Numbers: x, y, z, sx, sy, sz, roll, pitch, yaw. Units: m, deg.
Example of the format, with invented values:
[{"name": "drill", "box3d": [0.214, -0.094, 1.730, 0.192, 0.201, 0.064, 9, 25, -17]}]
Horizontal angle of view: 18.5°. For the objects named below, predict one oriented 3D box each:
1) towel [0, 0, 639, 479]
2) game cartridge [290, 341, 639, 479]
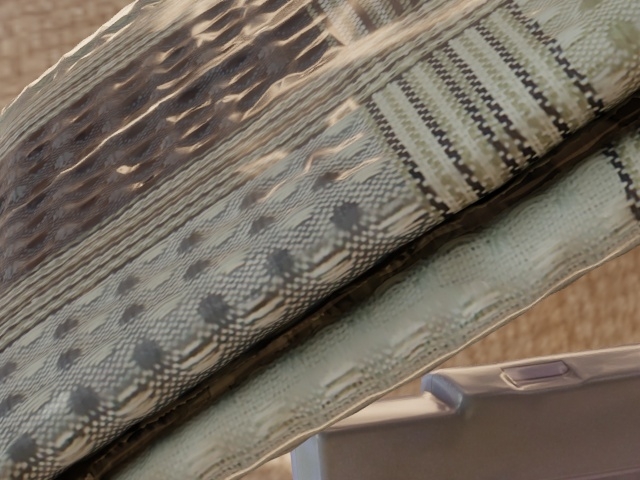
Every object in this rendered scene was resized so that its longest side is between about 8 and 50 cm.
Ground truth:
[{"name": "towel", "box3d": [0.042, -0.065, 0.543, 0.324, 0.312, 0.056, -35, 110, 5]}, {"name": "game cartridge", "box3d": [0.169, 0.149, 0.777, 0.355, 0.068, 0.230, -6, 92, -14]}]
